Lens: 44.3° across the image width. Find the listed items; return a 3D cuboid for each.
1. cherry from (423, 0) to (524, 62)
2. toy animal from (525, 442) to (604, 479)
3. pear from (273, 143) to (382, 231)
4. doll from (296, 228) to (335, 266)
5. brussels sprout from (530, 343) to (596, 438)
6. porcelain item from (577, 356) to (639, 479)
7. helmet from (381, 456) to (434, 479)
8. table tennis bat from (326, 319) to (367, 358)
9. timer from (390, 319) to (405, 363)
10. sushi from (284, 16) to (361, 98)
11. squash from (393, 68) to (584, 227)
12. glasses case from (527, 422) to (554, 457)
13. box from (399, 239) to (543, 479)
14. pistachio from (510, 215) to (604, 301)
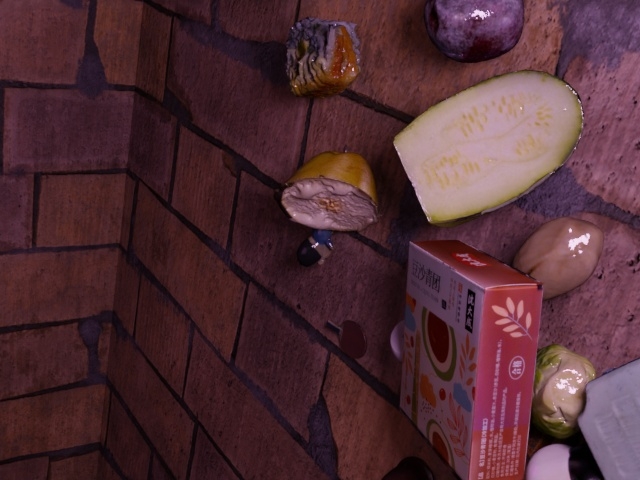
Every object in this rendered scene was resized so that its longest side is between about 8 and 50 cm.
[{"bbox_3d":[0.291,-0.436,1.521,0.195,0.195,0.195,10,102,53],"label":"cherry"},{"bbox_3d":[0.457,0.421,1.397,0.179,0.166,0.138,-19,119,26],"label":"toy animal"},{"bbox_3d":[0.031,-0.141,1.938,0.267,0.267,0.178,-33,36,51],"label":"pear"},{"bbox_3d":[0.000,0.000,2.068,0.179,0.089,0.102,-50,51,15],"label":"doll"},{"bbox_3d":[0.436,0.279,1.440,0.144,0.181,0.161,23,97,7],"label":"brussels sprout"},{"bbox_3d":[0.578,0.308,1.243,0.281,0.157,0.285,-47,58,48],"label":"porcelain item"},{"bbox_3d":[0.191,0.603,1.858,0.155,0.106,0.175,45,124,41],"label":"helmet"},{"bbox_3d":[0.069,0.248,2.056,0.158,0.014,0.095,28,118,47],"label":"table tennis bat"},{"bbox_3d":[0.222,0.248,1.770,0.099,0.136,0.136,-28,69,20],"label":"timer"},{"bbox_3d":[0.007,-0.454,1.944,0.274,0.140,0.184,-5,89,57],"label":"sushi"},{"bbox_3d":[0.332,-0.182,1.481,0.309,0.210,0.233,-26,85,57],"label":"squash"},{"bbox_3d":[0.383,0.334,1.604,0.218,0.049,0.075,48,133,39],"label":"glasses case"},{"bbox_3d":[0.276,0.223,1.523,0.344,0.122,0.384,-140,50,-70],"label":"box"},{"bbox_3d":[0.427,0.039,1.438,0.135,0.136,0.226,68,150,22],"label":"pistachio"}]
